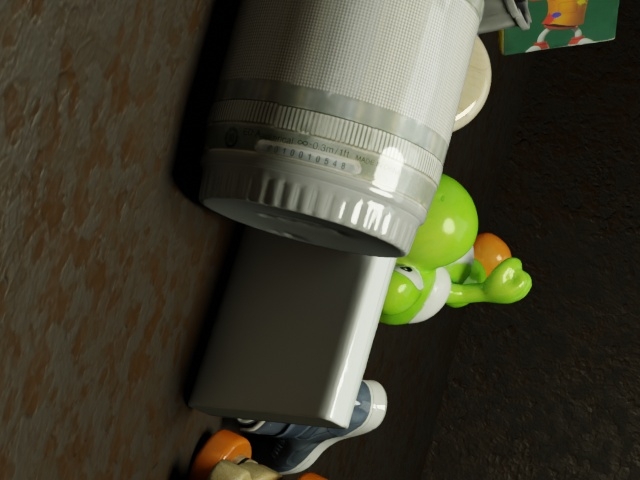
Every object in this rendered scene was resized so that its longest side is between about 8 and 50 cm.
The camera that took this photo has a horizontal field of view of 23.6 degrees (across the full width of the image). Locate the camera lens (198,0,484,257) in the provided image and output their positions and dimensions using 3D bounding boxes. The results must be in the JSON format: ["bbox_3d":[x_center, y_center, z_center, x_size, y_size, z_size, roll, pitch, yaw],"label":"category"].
[{"bbox_3d":[0.018,-0.142,1.397,0.219,0.219,0.274,46,58,-76],"label":"camera lens"}]

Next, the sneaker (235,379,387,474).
[{"bbox_3d":[-0.055,0.207,1.773,0.226,0.163,0.086,-37,-127,43],"label":"sneaker"}]

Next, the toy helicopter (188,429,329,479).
[{"bbox_3d":[-0.135,0.332,1.522,0.355,0.140,0.235,3,109,-67],"label":"toy helicopter"}]

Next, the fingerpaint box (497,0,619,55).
[{"bbox_3d":[0.275,-0.525,1.930,0.371,0.163,0.445,77,6,-63],"label":"fingerpaint box"}]

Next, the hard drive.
[{"bbox_3d":[-0.012,0.031,1.531,0.040,0.203,0.308,31,68,-40],"label":"hard drive"}]

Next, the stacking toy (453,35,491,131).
[{"bbox_3d":[0.102,-0.179,1.878,0.330,0.141,0.141,158,-53,-80],"label":"stacking toy"}]

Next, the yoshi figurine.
[{"bbox_3d":[0.136,-0.004,1.779,0.362,0.203,0.203,-21,107,-72],"label":"yoshi figurine"}]

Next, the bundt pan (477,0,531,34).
[{"bbox_3d":[0.108,-0.354,1.591,0.331,0.124,0.331,-19,90,-77],"label":"bundt pan"}]
